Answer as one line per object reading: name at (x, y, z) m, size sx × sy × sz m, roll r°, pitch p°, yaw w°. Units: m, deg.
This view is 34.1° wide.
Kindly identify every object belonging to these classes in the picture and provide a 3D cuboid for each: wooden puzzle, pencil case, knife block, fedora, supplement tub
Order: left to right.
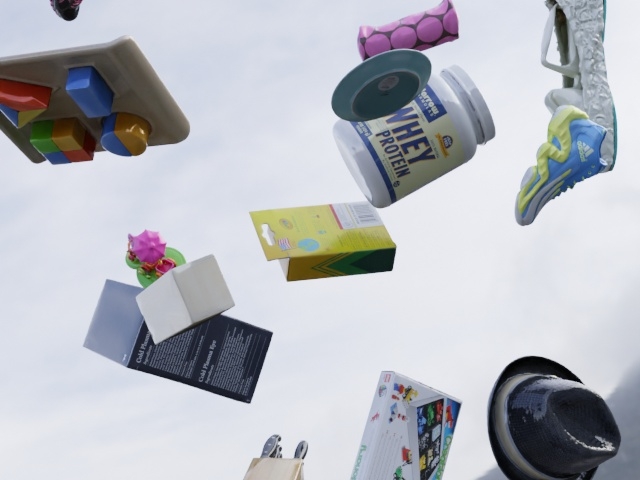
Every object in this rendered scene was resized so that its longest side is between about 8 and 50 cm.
wooden puzzle at (-0.461, -0.242, 1.985) m, size 0.347 × 0.081 × 0.322 m, roll -9°, pitch -29°, yaw 13°
knife block at (-0.076, 0.399, 1.699) m, size 0.088 × 0.242 × 0.276 m, roll -2°, pitch -32°, yaw 8°
pencil case at (0.173, -0.414, 2.069) m, size 0.209 × 0.098 × 0.095 m, roll -16°, pitch -27°, yaw 8°
supplement tub at (0.216, -0.244, 2.417) m, size 0.324 × 0.235 × 0.235 m, roll -30°, pitch -20°, yaw -3°
fedora at (0.512, 0.391, 2.191) m, size 0.334 × 0.334 × 0.152 m, roll -7°, pitch -7°, yaw -32°

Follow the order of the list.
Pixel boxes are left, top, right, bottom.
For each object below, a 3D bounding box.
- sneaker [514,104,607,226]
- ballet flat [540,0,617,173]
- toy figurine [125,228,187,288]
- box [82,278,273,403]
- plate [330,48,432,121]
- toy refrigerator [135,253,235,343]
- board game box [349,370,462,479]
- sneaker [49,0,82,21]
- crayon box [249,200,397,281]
sneaker at (0.446, -0.121, 1.909) m, size 0.091 × 0.126 × 0.240 m, roll -20°, pitch -48°, yaw -65°
ballet flat at (0.512, -0.332, 2.119) m, size 0.146 × 0.409 × 0.147 m, roll -2°, pitch -9°, yaw 0°
toy figurine at (-0.423, 0.025, 2.545) m, size 0.130 × 0.173 × 0.159 m, roll -54°, pitch -23°, yaw -22°
box at (-0.334, 0.228, 2.407) m, size 0.312 × 0.179 × 0.343 m, roll 21°, pitch -8°, yaw -28°
plate at (0.108, -0.257, 1.789) m, size 0.188 × 0.024 × 0.188 m, roll -18°, pitch -26°, yaw -9°
toy refrigerator at (-0.246, 0.109, 1.895) m, size 0.094 × 0.102 × 0.269 m, roll -22°, pitch -4°, yaw -26°
board game box at (0.169, 0.441, 2.130) m, size 0.193 × 0.305 × 0.053 m, roll 26°, pitch -18°, yaw -27°
sneaker at (-0.344, -0.351, 1.461) m, size 0.047 × 0.057 × 0.119 m, roll -41°, pitch -20°, yaw -37°
crayon box at (0.000, 0.000, 2.506) m, size 0.318 × 0.202 × 0.081 m, roll -5°, pitch -52°, yaw -15°
